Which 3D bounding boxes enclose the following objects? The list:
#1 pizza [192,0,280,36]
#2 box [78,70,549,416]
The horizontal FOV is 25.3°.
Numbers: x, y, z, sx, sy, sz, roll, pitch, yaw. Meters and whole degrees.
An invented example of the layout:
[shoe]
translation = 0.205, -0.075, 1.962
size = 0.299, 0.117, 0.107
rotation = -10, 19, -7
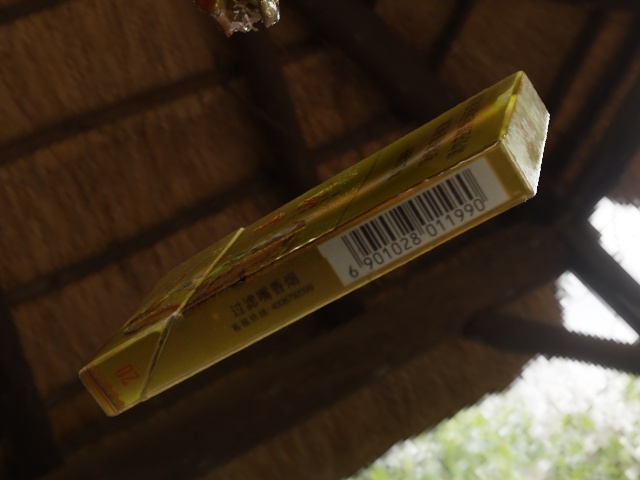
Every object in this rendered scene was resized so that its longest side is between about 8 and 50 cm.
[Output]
[pizza]
translation = -0.092, -0.266, 1.127
size = 0.074, 0.288, 0.251
rotation = -19, -9, 5
[box]
translation = 0.000, 0.000, 0.460
size = 0.156, 0.022, 0.089
rotation = -28, 10, 22
